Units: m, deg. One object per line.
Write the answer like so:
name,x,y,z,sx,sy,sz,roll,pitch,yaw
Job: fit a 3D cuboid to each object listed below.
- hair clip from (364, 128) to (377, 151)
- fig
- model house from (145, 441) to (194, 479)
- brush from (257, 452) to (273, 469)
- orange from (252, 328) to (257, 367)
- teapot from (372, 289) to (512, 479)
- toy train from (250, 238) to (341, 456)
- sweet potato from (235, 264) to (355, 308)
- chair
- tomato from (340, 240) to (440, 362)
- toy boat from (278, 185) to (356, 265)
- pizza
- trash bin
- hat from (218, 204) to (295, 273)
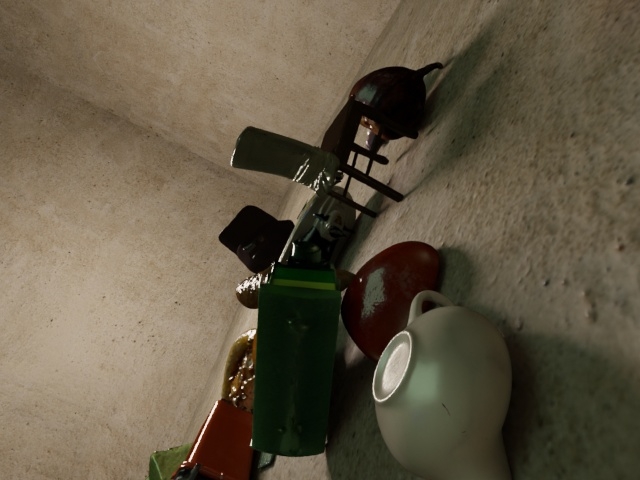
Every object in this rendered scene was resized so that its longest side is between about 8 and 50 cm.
hair clip,0.165,-0.313,1.107,0.257,0.075,0.146,132,157,-69
fig,0.159,-0.299,0.905,0.202,0.148,0.149,-29,60,32
model house,-0.317,0.642,1.048,0.189,0.195,0.214,42,123,54
brush,-0.091,0.368,0.913,0.082,0.010,0.218,-53,16,45
orange,-0.066,0.212,0.857,0.156,0.124,0.156,-34,50,53
teapot,0.102,0.120,0.382,0.145,0.092,0.226,-55,11,37
toy train,-0.034,0.157,0.658,0.202,0.120,0.301,-88,3,-72
sweet potato,-0.087,0.097,0.920,0.341,0.114,0.092,-12,85,40
chair,0.008,-0.181,0.843,0.160,0.319,0.186,144,146,-67
tomato,0.082,0.071,0.589,0.166,0.082,0.174,-136,70,-79
toy boat,-0.004,0.003,1.015,0.269,0.140,0.141,-60,12,13
pizza,-0.197,0.356,1.127,0.365,0.074,0.182,-58,39,40
trash bin,-0.216,0.466,0.909,0.184,0.161,0.239,-59,9,24
hat,-0.183,0.039,1.496,0.238,0.336,0.209,-45,54,12
